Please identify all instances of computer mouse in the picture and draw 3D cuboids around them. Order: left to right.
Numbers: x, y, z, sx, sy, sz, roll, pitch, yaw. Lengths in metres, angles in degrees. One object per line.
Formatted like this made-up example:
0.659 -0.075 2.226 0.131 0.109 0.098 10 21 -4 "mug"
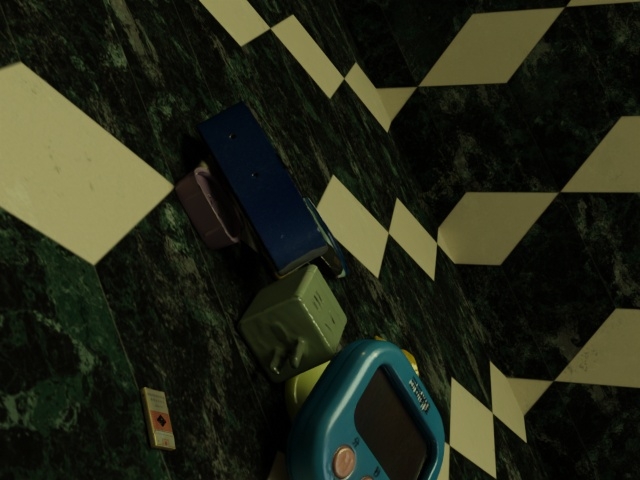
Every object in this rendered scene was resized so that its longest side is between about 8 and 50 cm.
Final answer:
-0.018 0.024 1.985 0.172 0.057 0.099 46 24 -14 "computer mouse"

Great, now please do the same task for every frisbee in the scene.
0.031 0.315 1.623 0.236 0.017 0.236 25 45 -28 "frisbee"

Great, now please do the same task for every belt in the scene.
-0.117 -0.100 1.672 0.347 0.117 0.212 59 -6 16 "belt"

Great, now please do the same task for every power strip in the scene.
-0.054 0.160 1.555 0.140 0.139 0.224 61 18 -12 "power strip"

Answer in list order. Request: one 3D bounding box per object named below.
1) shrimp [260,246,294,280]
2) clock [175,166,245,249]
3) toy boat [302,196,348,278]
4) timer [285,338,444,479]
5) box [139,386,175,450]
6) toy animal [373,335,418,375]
-0.096 -0.007 1.828 0.150 0.051 0.217 18 56 -70 "shrimp"
-0.202 -0.060 1.591 0.152 0.050 0.110 61 18 -8 "clock"
0.000 0.000 2.059 0.046 0.080 0.229 -43 112 -36 "toy boat"
0.085 0.360 1.506 0.309 0.115 0.340 -54 127 -34 "timer"
-0.222 0.244 1.176 0.046 0.012 0.083 36 31 -58 "box"
0.133 0.296 1.886 0.230 0.156 0.156 19 47 -63 "toy animal"
